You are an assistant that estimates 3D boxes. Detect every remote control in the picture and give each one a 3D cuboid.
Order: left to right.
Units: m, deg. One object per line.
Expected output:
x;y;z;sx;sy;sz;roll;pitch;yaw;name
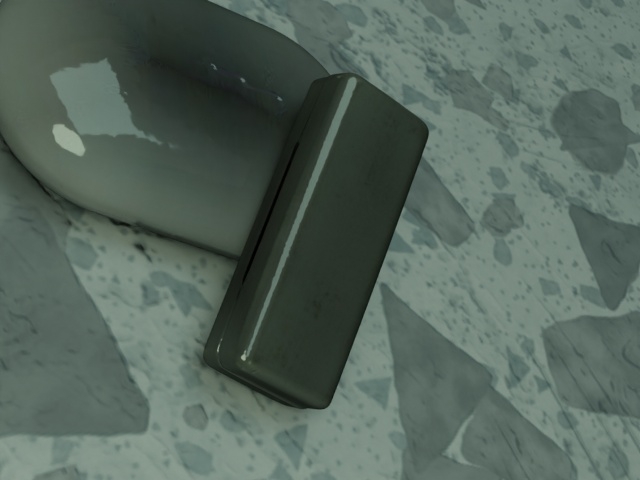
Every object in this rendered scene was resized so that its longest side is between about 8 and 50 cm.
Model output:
-0.106;-0.100;1.088;0.332;0.103;0.221;19;58;-25;remote control

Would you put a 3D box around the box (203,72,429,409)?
0.000;0.000;1.042;0.103;0.055;0.244;32;71;-33;box
